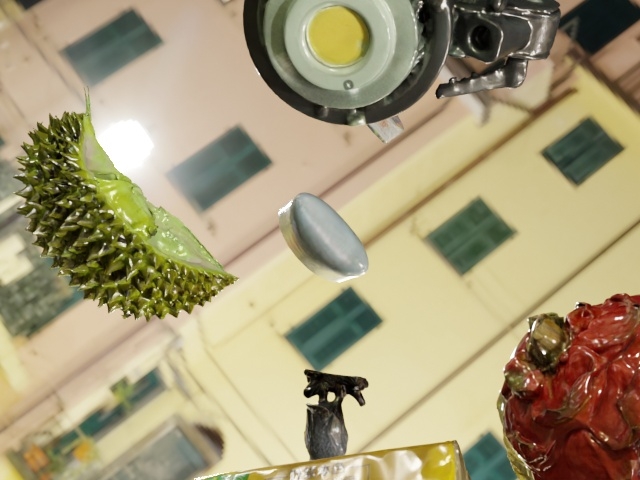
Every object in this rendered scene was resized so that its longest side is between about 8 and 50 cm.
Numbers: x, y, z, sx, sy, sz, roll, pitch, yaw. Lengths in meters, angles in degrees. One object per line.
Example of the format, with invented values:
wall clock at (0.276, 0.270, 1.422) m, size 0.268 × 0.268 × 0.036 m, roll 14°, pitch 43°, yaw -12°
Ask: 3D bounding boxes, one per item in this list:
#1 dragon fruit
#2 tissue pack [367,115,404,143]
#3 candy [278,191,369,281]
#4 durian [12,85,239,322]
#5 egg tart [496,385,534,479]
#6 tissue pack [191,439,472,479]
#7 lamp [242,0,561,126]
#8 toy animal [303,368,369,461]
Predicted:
dragon fruit at (0.313, 0.179, 1.422) m, size 0.205 × 0.317 × 0.152 m, roll 19°, pitch -4°, yaw 16°
tissue pack at (0.059, -0.156, 1.372) m, size 0.063 × 0.035 × 0.083 m, roll 46°, pitch 14°, yaw -37°
candy at (0.000, 0.000, 1.663) m, size 0.138 × 0.071 × 0.174 m, roll 48°, pitch -10°, yaw -3°
durian at (-0.291, -0.028, 1.653) m, size 0.355 × 0.169 × 0.157 m, roll 50°, pitch -50°, yaw 7°
egg tart at (0.454, 0.306, 1.978) m, size 0.341 × 0.341 × 0.132 m, roll 45°, pitch -33°, yaw 22°
tissue pack at (0.039, 0.441, 1.608) m, size 0.228 × 0.382 × 0.293 m, roll -83°, pitch 155°, yaw -46°
lamp at (0.031, -0.245, 1.222) m, size 0.374 × 0.272 × 0.205 m, roll 22°, pitch -61°, yaw 24°
toy animal at (0.015, 0.330, 2.080) m, size 0.121 × 0.210 × 0.117 m, roll 5°, pitch 2°, yaw 14°
